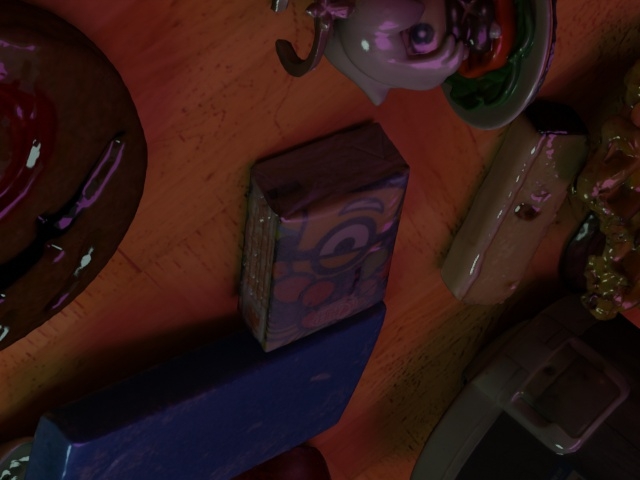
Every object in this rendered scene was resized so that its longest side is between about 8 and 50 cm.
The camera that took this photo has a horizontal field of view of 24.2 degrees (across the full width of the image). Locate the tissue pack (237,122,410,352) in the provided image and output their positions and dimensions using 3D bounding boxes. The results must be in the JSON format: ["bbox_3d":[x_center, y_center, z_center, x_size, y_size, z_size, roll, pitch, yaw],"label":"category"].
[{"bbox_3d":[0.000,0.000,1.048,0.108,0.060,0.148,-20,144,-24],"label":"tissue pack"}]

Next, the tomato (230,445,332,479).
[{"bbox_3d":[-0.060,0.267,1.296,0.189,0.099,0.173,-23,148,-21],"label":"tomato"}]

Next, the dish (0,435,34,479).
[{"bbox_3d":[-0.242,0.176,1.053,0.137,0.039,0.091,-44,142,2],"label":"dish"}]

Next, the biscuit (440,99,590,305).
[{"bbox_3d":[0.150,-0.026,1.176,0.056,0.052,0.188,-3,134,-28],"label":"biscuit"}]

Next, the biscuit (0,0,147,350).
[{"bbox_3d":[-0.261,-0.002,0.781,0.367,0.063,0.314,-27,148,-16],"label":"biscuit"}]

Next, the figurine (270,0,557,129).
[{"bbox_3d":[0.044,-0.129,0.889,0.153,0.132,0.132,-2,135,-27],"label":"figurine"}]

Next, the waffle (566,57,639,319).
[{"bbox_3d":[0.281,-0.053,1.205,0.291,0.051,0.291,-35,140,-36],"label":"waffle"}]

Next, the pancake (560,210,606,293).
[{"bbox_3d":[0.300,-0.016,1.370,0.199,0.021,0.199,-25,146,-18],"label":"pancake"}]

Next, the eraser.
[{"bbox_3d":[-0.082,0.133,1.113,0.312,0.042,0.144,-21,144,-41],"label":"eraser"}]

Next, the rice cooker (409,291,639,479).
[{"bbox_3d":[0.238,0.209,1.352,0.288,0.277,0.288,-41,157,-21],"label":"rice cooker"}]
